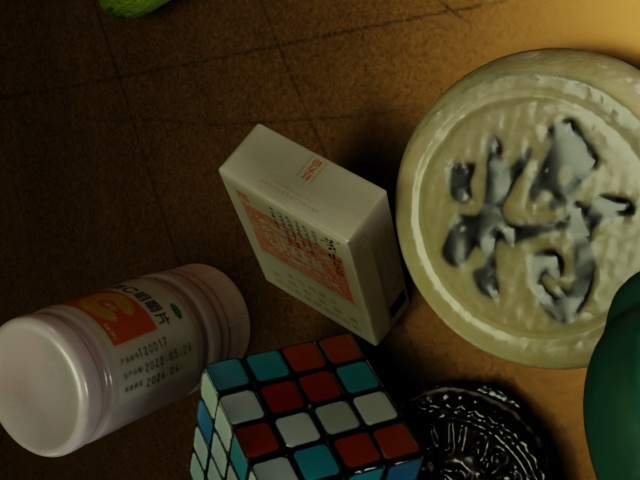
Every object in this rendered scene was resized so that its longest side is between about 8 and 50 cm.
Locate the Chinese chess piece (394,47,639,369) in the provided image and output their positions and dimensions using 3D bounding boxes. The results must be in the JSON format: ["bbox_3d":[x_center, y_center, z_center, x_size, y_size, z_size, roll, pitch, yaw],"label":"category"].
[{"bbox_3d":[0.185,-0.024,0.849,0.257,0.104,0.257,9,107,31],"label":"Chinese chess piece"}]

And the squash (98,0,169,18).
[{"bbox_3d":[-0.128,-0.278,1.014,0.239,0.069,0.069,-21,90,35],"label":"squash"}]

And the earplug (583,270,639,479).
[{"bbox_3d":[0.278,0.081,0.620,0.280,0.257,0.164,-17,102,-1],"label":"earplug"}]

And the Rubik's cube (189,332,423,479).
[{"bbox_3d":[-0.019,0.201,0.957,0.155,0.151,0.154,56,147,41],"label":"Rubik's cube"}]

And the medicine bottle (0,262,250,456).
[{"bbox_3d":[-0.188,0.108,1.032,0.133,0.249,0.133,8,104,32],"label":"medicine bottle"}]

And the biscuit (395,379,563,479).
[{"bbox_3d":[0.131,0.222,0.971,0.194,0.053,0.195,8,105,30],"label":"biscuit"}]

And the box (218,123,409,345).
[{"bbox_3d":[0.000,0.000,0.930,0.141,0.058,0.201,30,159,23],"label":"box"}]
